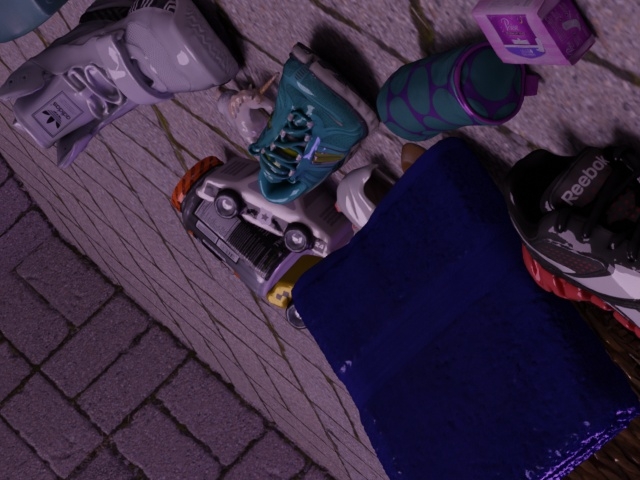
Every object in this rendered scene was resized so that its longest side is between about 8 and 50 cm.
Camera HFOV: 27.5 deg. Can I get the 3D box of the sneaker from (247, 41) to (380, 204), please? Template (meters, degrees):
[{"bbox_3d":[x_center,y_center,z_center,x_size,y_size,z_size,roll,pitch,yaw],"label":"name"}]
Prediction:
[{"bbox_3d":[-0.014,-0.103,1.301,0.107,0.110,0.275,43,165,10],"label":"sneaker"}]

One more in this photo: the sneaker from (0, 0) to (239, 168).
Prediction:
[{"bbox_3d":[-0.243,-0.182,1.524,0.137,0.210,0.366,52,165,-26],"label":"sneaker"}]

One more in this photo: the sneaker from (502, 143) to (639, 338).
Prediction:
[{"bbox_3d":[0.228,0.003,0.928,0.276,0.097,0.135,29,161,52],"label":"sneaker"}]

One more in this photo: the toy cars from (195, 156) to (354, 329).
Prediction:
[{"bbox_3d":[0.000,0.000,1.486,0.394,0.176,0.087,53,132,44],"label":"toy cars"}]

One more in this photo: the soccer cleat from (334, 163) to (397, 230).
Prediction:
[{"bbox_3d":[0.097,0.000,1.374,0.196,0.068,0.076,44,147,-7],"label":"soccer cleat"}]

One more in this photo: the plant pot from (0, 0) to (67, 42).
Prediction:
[{"bbox_3d":[-0.375,-0.344,1.572,0.234,0.165,0.166,13,146,51],"label":"plant pot"}]

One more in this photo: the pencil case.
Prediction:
[{"bbox_3d":[0.103,-0.115,1.024,0.070,0.065,0.151,9,177,-20],"label":"pencil case"}]

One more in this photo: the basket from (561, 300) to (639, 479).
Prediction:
[{"bbox_3d":[0.241,0.218,1.265,0.299,0.213,0.223,46,165,-1],"label":"basket"}]

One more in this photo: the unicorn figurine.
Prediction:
[{"bbox_3d":[-0.079,-0.140,1.486,0.162,0.060,0.111,20,157,52],"label":"unicorn figurine"}]

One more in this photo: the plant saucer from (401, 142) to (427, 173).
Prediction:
[{"bbox_3d":[0.106,-0.059,1.277,0.083,0.015,0.083,42,166,13],"label":"plant saucer"}]

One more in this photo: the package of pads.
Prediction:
[{"bbox_3d":[0.143,-0.146,0.888,0.050,0.032,0.083,50,165,-24],"label":"package of pads"}]

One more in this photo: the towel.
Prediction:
[{"bbox_3d":[0.119,0.091,1.129,0.076,0.227,0.308,17,-145,-48],"label":"towel"}]

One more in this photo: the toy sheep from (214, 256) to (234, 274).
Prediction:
[{"bbox_3d":[-0.122,0.010,1.993,0.132,0.091,0.091,64,166,1],"label":"toy sheep"}]

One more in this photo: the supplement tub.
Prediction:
[{"bbox_3d":[-0.107,-0.022,1.788,0.190,0.117,0.117,42,166,15],"label":"supplement tub"}]
